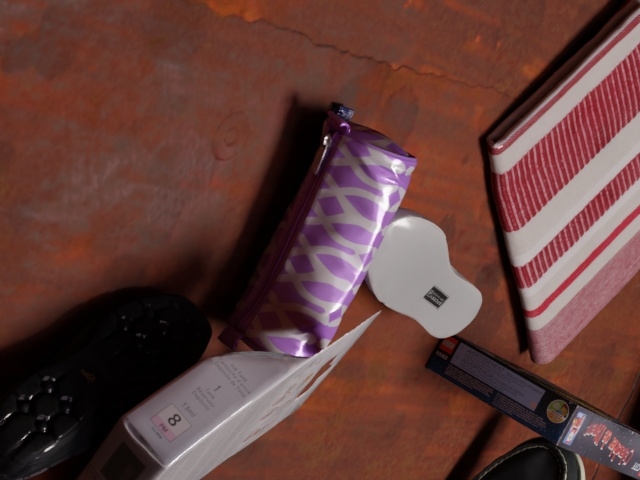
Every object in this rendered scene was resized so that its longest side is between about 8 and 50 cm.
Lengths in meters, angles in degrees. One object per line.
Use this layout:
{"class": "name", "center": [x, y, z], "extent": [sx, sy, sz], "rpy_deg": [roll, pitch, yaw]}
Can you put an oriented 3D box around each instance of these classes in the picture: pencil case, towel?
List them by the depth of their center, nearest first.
{"class": "pencil case", "center": [0.000, 0.000, 1.478], "extent": [0.088, 0.086, 0.206], "rpy_deg": [15, 102, -51]}
{"class": "towel", "center": [0.261, -0.054, 1.839], "extent": [0.237, 0.037, 0.329], "rpy_deg": [-44, 141, -21]}

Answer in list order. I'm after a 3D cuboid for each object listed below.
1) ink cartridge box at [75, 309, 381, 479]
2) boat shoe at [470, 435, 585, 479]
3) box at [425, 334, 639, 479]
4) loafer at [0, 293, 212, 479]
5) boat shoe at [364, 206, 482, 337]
{"class": "ink cartridge box", "center": [-0.080, 0.131, 1.420], "extent": [0.232, 0.066, 0.189], "rpy_deg": [-39, 172, -36]}
{"class": "boat shoe", "center": [0.134, 0.326, 1.863], "extent": [0.340, 0.127, 0.113], "rpy_deg": [-46, 150, -1]}
{"class": "box", "center": [0.223, 0.164, 1.833], "extent": [0.233, 0.159, 0.044], "rpy_deg": [27, 91, -57]}
{"class": "loafer", "center": [-0.168, 0.106, 1.355], "extent": [0.223, 0.076, 0.078], "rpy_deg": [-34, 172, -44]}
{"class": "boat shoe", "center": [0.071, 0.020, 1.606], "extent": [0.078, 0.070, 0.219], "rpy_deg": [-43, 150, -2]}
